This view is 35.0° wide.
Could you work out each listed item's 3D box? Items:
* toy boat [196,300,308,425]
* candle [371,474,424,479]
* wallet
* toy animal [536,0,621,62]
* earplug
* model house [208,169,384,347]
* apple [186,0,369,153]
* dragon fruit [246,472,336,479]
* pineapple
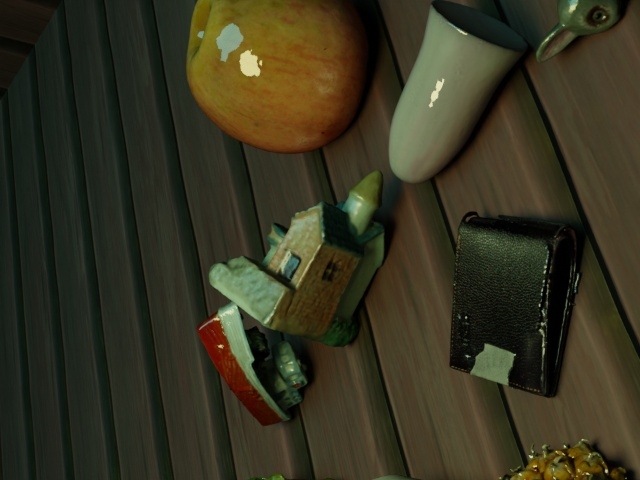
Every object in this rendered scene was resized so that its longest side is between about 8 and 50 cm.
[{"bbox_3d":[-0.118,0.215,1.899,0.133,0.332,0.145,-26,49,2],"label":"toy boat"},{"bbox_3d":[0.152,0.464,1.513,0.342,0.221,0.221,-8,75,63],"label":"candle"},{"bbox_3d":[0.286,0.093,1.566,0.221,0.071,0.262,11,97,53],"label":"wallet"},{"bbox_3d":[0.401,-0.377,1.508,0.125,0.127,0.251,39,127,38],"label":"toy animal"},{"bbox_3d":[0.200,-0.225,1.690,0.172,0.172,0.301,55,130,44],"label":"earplug"},{"bbox_3d":[0.000,0.000,1.827,0.194,0.267,0.325,35,98,37],"label":"model house"},{"bbox_3d":[-0.093,-0.356,1.964,0.364,0.364,0.363,-18,68,50],"label":"apple"},{"bbox_3d":[-0.048,0.550,1.840,0.268,0.130,0.295,-55,43,29],"label":"dragon fruit"},{"bbox_3d":[0.319,0.334,1.370,0.139,0.164,0.250,-62,18,7],"label":"pineapple"}]
